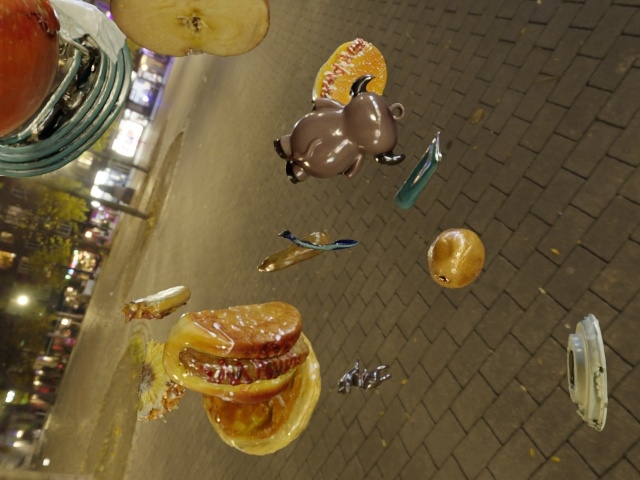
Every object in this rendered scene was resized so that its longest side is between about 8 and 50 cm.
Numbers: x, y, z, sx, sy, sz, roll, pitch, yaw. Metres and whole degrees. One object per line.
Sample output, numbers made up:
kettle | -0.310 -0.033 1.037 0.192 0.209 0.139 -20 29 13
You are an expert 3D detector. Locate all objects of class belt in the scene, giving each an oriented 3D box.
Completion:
belt | -0.631 -0.343 1.048 0.173 0.300 0.436 14 67 53

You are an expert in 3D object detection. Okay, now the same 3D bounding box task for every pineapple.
pineapple | -0.414 0.369 1.262 0.135 0.079 0.233 -18 55 18

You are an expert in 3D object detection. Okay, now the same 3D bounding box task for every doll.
doll | 0.043 -0.200 0.908 0.257 0.182 0.117 -24 9 10
doll | 0.127 0.438 1.463 0.139 0.165 0.057 1 110 37

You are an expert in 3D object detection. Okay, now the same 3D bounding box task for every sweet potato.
sweet potato | -0.080 0.041 1.317 0.233 0.081 0.062 -25 83 11

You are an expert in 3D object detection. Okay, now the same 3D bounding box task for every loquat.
loquat | 0.506 0.068 1.731 0.193 0.238 0.238 3 74 38

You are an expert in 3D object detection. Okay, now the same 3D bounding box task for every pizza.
pizza | -0.549 0.220 1.550 0.289 0.229 0.081 -131 28 -85

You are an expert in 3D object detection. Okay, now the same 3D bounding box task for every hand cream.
hand cream | 0.221 -0.143 1.047 0.224 0.048 0.083 114 166 -58

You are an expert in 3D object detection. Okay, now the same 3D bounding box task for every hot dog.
hot dog | -0.184 0.292 1.205 0.223 0.405 0.185 36 115 37

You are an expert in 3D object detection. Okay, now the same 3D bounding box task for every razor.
razor | -0.001 0.004 0.864 0.044 0.155 0.028 159 116 -67

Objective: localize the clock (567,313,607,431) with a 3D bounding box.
clock | 0.550 0.272 0.972 0.053 0.236 0.236 -3 65 23

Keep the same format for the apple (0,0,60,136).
apple | -0.440 -0.232 0.523 0.206 0.272 0.251 -60 -12 23

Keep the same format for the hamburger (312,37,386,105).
hamburger | 0.106 -0.551 1.629 0.295 0.227 0.151 -55 23 -15

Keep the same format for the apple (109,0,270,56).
apple | -0.247 -0.493 0.908 0.251 0.293 0.163 144 126 -72

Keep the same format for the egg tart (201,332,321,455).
egg tart | -0.186 0.449 1.489 0.443 0.178 0.442 -6 76 25
